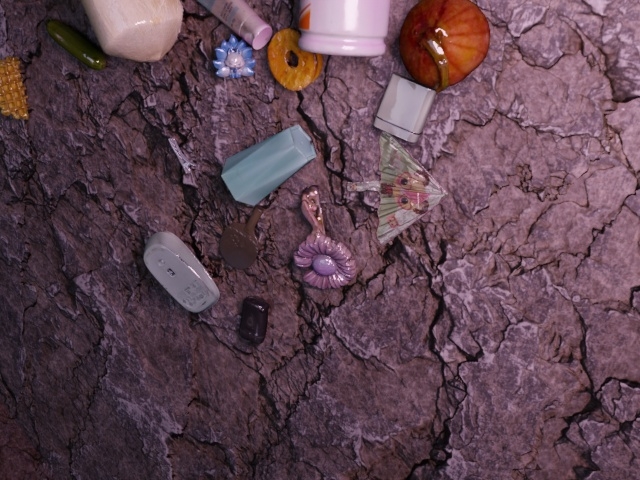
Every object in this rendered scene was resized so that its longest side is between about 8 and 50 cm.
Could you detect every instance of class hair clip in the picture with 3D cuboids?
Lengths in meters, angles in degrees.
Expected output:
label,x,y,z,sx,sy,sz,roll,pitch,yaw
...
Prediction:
label,x,y,z,sx,sy,sz,roll,pitch,yaw
hair clip,-0.409,-0.257,1.668,0.039,0.030,0.115,-30,97,13
hair clip,-0.004,0.001,1.541,0.173,0.069,0.300,-8,105,28

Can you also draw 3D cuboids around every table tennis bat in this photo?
label,x,y,z,sx,sy,sz,roll,pitch,yaw
table tennis bat,-0.226,-0.011,1.679,0.131,0.022,0.234,40,124,9

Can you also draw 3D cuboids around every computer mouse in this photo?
label,x,y,z,sx,sy,sz,roll,pitch,yaw
computer mouse,-0.435,0.094,1.777,0.159,0.097,0.288,-36,102,30

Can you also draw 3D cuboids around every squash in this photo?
label,x,y,z,sx,sy,sz,roll,pitch,yaw
squash,-0.741,-0.592,1.679,0.252,0.066,0.066,37,121,9

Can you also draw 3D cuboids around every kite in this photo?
label,x,y,z,sx,sy,sz,roll,pitch,yaw
kite,0.192,-0.126,1.429,0.267,0.013,0.323,10,113,22

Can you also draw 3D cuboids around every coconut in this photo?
label,x,y,z,sx,sy,sz,roll,pitch,yaw
coconut,-0.480,-0.582,1.457,0.245,0.245,0.247,-10,106,29

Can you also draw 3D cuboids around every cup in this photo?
label,x,y,z,sx,sy,sz,roll,pitch,yaw
cup,-0.129,-0.203,1.496,0.235,0.148,0.134,-25,70,28

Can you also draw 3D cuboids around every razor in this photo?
label,x,y,z,sx,sy,sz,roll,pitch,yaw
razor,-0.205,0.244,1.742,0.090,0.054,0.148,19,116,19

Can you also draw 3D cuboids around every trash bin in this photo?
label,x,y,z,sx,sy,sz,roll,pitch,yaw
trash bin,0.200,-0.313,1.326,0.116,0.059,0.130,27,117,15

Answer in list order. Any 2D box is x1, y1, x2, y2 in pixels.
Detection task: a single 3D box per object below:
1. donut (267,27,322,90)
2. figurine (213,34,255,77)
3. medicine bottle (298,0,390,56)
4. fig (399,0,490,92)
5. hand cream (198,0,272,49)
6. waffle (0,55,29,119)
label,x,y,z,sx,sy,sz,roll,pitch,yaw
donut,-0.060,-0.449,1.396,0.152,0.058,0.152,14,117,28
figurine,-0.224,-0.478,1.459,0.114,0.079,0.114,0,116,-1
medicine bottle,0.058,-0.569,1.212,0.202,0.202,0.316,14,115,21
fig,0.257,-0.415,1.183,0.205,0.205,0.205,9,113,23
hand cream,-0.252,-0.615,1.431,0.312,0.070,0.111,43,124,10
waffle,-1.003,-0.499,1.837,0.046,0.160,0.192,15,86,27
